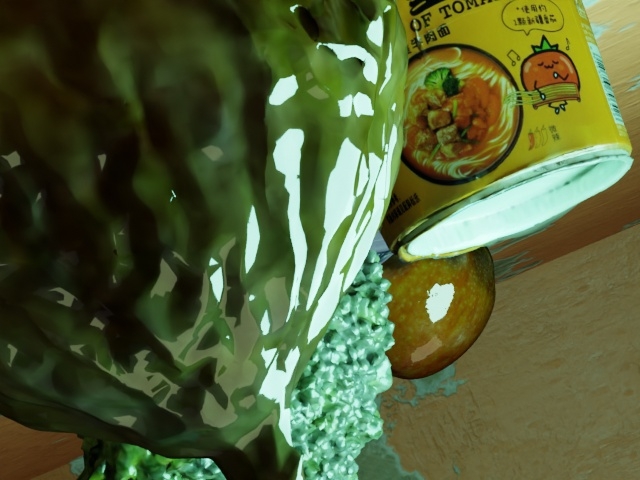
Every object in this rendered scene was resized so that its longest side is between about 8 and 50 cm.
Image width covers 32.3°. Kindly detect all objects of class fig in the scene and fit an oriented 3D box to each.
[{"bbox_3d":[-0.055,0.009,0.470,0.286,0.368,0.286,-32,170,-6],"label":"fig"}]

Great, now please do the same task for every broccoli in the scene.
[{"bbox_3d":[-0.091,0.134,0.887,0.277,0.317,0.338,8,139,-25],"label":"broccoli"}]

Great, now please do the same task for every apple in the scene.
[{"bbox_3d":[0.127,0.066,1.483,0.230,0.230,0.230,-21,169,-4],"label":"apple"}]

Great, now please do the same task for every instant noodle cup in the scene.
[{"bbox_3d":[0.094,-0.094,0.725,0.216,0.172,0.216,-21,168,-5],"label":"instant noodle cup"}]

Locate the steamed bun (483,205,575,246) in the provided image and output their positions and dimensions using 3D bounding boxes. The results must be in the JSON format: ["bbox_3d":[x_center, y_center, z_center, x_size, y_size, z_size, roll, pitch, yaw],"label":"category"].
[{"bbox_3d":[0.200,-0.069,1.164,0.228,0.130,0.177,-31,168,30],"label":"steamed bun"}]

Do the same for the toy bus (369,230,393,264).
[{"bbox_3d":[0.000,0.000,1.196,0.108,0.096,0.199,-35,166,34],"label":"toy bus"}]
